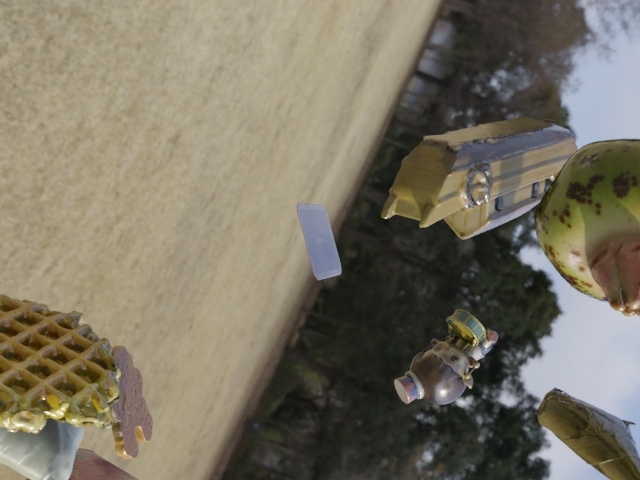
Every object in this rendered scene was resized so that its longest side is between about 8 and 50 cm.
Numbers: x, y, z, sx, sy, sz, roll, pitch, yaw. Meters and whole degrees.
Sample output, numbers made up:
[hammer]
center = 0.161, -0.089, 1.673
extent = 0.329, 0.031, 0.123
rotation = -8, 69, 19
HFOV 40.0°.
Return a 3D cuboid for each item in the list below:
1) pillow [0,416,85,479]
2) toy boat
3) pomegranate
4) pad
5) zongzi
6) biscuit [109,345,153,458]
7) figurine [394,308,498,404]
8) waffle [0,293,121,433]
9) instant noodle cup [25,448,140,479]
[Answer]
[pillow]
center = -0.412, 0.208, 1.080
extent = 0.078, 0.254, 0.144
rotation = -50, -162, 41
[toy boat]
center = 0.249, -0.093, 1.336
extent = 0.446, 0.136, 0.162
rotation = -17, 118, -48
[pomegranate]
center = 0.350, -0.003, 0.984
extent = 0.247, 0.214, 0.214
rotation = -65, 178, -51
[pad]
center = 0.000, 0.000, 2.023
extent = 0.266, 0.002, 0.176
rotation = -6, 81, -76
[zongzi]
center = 0.408, 0.307, 1.324
extent = 0.176, 0.160, 0.078
rotation = -69, -177, -69
[biscuit]
center = -0.406, 0.334, 1.828
extent = 0.144, 0.040, 0.236
rotation = -65, 145, -70
[figurine]
center = 0.305, 0.302, 2.162
extent = 0.275, 0.161, 0.158
rotation = -49, 134, -20
[waffle]
center = -0.355, 0.132, 1.016
extent = 0.052, 0.254, 0.245
rotation = -66, -148, 21
[instant noodle cup]
center = -0.395, 0.497, 1.528
extent = 0.243, 0.231, 0.242
rotation = -15, 113, -40
